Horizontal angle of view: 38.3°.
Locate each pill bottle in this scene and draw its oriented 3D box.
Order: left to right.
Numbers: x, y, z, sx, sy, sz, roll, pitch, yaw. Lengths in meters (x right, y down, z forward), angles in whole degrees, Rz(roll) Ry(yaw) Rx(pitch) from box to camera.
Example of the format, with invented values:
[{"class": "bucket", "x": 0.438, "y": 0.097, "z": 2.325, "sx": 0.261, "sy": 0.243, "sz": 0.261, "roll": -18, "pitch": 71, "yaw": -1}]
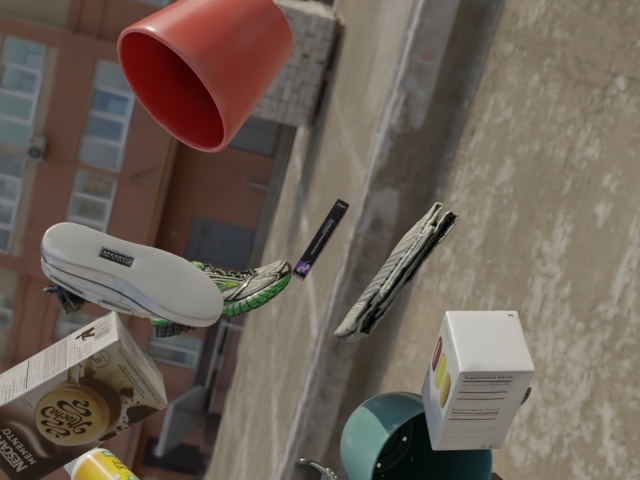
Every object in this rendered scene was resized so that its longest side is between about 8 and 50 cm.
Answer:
[{"class": "pill bottle", "x": -0.511, "y": 0.565, "z": 2.165, "sx": 0.208, "sy": 0.117, "sz": 0.118, "roll": 30, "pitch": 112, "yaw": 36}]

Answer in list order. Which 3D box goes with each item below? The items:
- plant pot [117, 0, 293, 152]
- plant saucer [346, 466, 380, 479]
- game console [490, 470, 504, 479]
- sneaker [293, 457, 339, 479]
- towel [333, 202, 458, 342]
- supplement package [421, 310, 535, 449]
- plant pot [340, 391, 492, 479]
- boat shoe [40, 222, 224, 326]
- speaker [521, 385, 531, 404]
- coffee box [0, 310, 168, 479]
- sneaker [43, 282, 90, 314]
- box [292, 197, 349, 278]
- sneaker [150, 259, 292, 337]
[{"class": "plant pot", "x": -0.197, "y": -0.344, "z": 1.714, "sx": 0.243, "sy": 0.275, "sz": 0.275, "roll": -47, "pitch": -5, "yaw": -25}, {"class": "plant saucer", "x": 0.159, "y": 0.727, "z": 2.379, "sx": 0.041, "sy": 0.277, "sz": 0.278, "roll": 140, "pitch": 144, "yaw": -63}, {"class": "game console", "x": 0.387, "y": 0.599, "z": 2.266, "sx": 0.071, "sy": 0.122, "sz": 0.107, "roll": -53, "pitch": -9, "yaw": 16}, {"class": "sneaker", "x": -0.004, "y": 0.632, "z": 2.224, "sx": 0.086, "sy": 0.229, "sz": 0.132, "roll": -10, "pitch": 41, "yaw": 44}, {"class": "towel", "x": 0.140, "y": 0.072, "z": 1.870, "sx": 0.312, "sy": 0.056, "sz": 0.324, "roll": -51, "pitch": 1, "yaw": -12}, {"class": "supplement package", "x": 0.275, "y": 0.252, "z": 1.647, "sx": 0.244, "sy": 0.133, "sz": 0.139, "roll": 98, "pitch": 169, "yaw": -45}, {"class": "plant pot", "x": 0.176, "y": 0.455, "z": 1.953, "sx": 0.235, "sy": 0.293, "sz": 0.293, "roll": 20, "pitch": 97, "yaw": 63}, {"class": "boat shoe", "x": -0.270, "y": 0.065, "z": 1.304, "sx": 0.088, "sy": 0.267, "sz": 0.096, "roll": 118, "pitch": 169, "yaw": -48}, {"class": "speaker", "x": 0.449, "y": 0.347, "z": 2.261, "sx": 0.136, "sy": 0.055, "sz": 0.055, "roll": 33, "pitch": 117, "yaw": 34}, {"class": "coffee box", "x": -0.440, "y": 0.277, "z": 1.607, "sx": 0.168, "sy": 0.297, "sz": 0.119, "roll": 60, "pitch": 180, "yaw": -28}, {"class": "sneaker", "x": -0.413, "y": 0.076, "z": 1.759, "sx": 0.268, "sy": 0.153, "sz": 0.101, "roll": 15, "pitch": -125, "yaw": -71}, {"class": "box", "x": 0.000, "y": 0.000, "z": 1.732, "sx": 0.162, "sy": 0.029, "sz": 0.116, "roll": -56, "pitch": -2, "yaw": -5}, {"class": "sneaker", "x": -0.228, "y": 0.106, "z": 2.084, "sx": 0.134, "sy": 0.343, "sz": 0.146, "roll": 179, "pitch": 74, "yaw": -81}]
